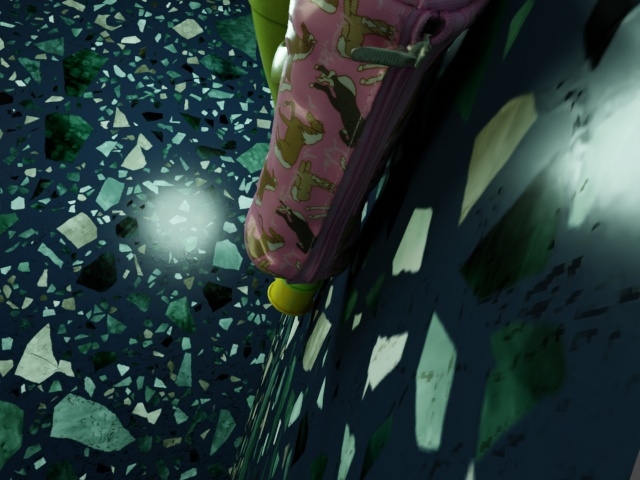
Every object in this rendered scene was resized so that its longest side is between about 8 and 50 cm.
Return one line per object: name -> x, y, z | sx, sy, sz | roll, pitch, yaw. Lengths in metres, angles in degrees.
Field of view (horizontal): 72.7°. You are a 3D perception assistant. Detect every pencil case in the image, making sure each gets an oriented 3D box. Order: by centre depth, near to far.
pencil case -> 0.016, -0.111, 0.465 | 0.167, 0.160, 0.386 | -51, -11, -41

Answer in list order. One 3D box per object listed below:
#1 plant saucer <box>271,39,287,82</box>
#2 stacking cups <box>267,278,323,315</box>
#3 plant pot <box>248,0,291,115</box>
plant saucer -> 0.035, -0.284, 0.588 | 0.241, 0.241, 0.037 | -77, -32, -53
stacking cups -> 0.000, 0.000, 0.760 | 0.096, 0.096, 0.316 | -77, 12, -53
plant pot -> 0.008, -0.452, 1.031 | 0.353, 0.366, 0.366 | 96, -174, -47
